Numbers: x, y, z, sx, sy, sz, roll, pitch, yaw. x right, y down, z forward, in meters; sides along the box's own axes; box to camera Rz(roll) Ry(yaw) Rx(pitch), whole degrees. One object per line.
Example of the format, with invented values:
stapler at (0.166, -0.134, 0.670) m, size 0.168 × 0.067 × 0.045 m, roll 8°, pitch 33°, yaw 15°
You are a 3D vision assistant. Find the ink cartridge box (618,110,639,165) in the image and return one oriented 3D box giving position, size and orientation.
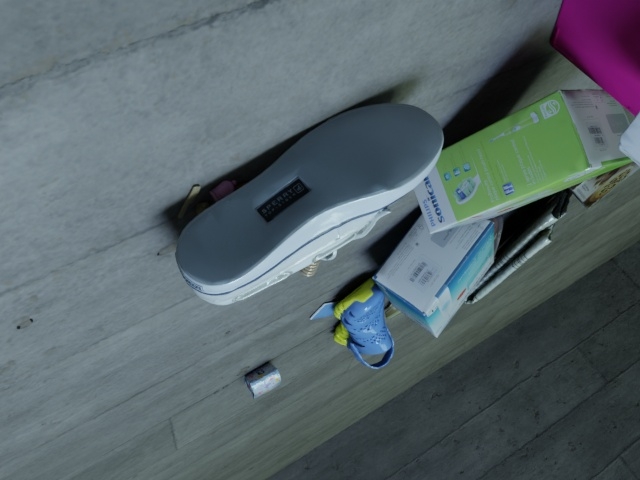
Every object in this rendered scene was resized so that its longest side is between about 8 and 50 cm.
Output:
ink cartridge box at (0.523, -0.196, 0.778) m, size 0.289 × 0.121 × 0.211 m, roll -32°, pitch 157°, yaw -20°

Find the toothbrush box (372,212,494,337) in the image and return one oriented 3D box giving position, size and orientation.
toothbrush box at (0.238, 0.058, 1.342) m, size 0.216 × 0.126 × 0.295 m, roll -52°, pitch 160°, yaw -5°

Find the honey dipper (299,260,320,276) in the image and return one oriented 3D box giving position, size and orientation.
honey dipper at (0.000, 0.000, 1.071) m, size 0.030 × 0.030 × 0.160 m, roll -20°, pitch 151°, yaw -34°

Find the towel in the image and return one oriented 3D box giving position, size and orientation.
towel at (0.519, 0.010, 1.708) m, size 0.324 × 0.056 × 0.312 m, roll -51°, pitch 170°, yaw 31°

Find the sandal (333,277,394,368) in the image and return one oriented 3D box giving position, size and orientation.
sandal at (0.110, 0.189, 1.460) m, size 0.126 × 0.138 × 0.317 m, roll -37°, pitch 158°, yaw -13°

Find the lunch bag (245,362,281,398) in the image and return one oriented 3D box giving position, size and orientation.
lunch bag at (-0.127, 0.309, 1.476) m, size 0.071 × 0.053 × 0.083 m, roll -27°, pitch 166°, yaw -16°

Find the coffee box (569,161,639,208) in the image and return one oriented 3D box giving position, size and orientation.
coffee box at (0.600, -0.182, 1.461) m, size 0.168 × 0.119 × 0.297 m, roll -42°, pitch 158°, yaw 17°

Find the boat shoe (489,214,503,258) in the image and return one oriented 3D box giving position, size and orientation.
boat shoe at (0.370, 0.030, 1.580) m, size 0.092 × 0.103 × 0.285 m, roll -24°, pitch 150°, yaw -15°

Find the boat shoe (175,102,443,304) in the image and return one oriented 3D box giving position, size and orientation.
boat shoe at (-0.004, -0.031, 0.845) m, size 0.367 × 0.136 × 0.156 m, roll -36°, pitch 161°, yaw -15°

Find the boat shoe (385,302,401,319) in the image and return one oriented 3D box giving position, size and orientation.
boat shoe at (0.209, 0.142, 1.656) m, size 0.056 × 0.048 × 0.153 m, roll -29°, pitch 167°, yaw -50°

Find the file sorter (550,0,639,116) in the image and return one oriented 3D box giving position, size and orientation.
file sorter at (0.462, -0.332, 0.857) m, size 0.182 × 0.202 × 0.290 m, roll -36°, pitch 158°, yaw -8°

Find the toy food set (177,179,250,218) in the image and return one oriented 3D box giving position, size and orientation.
toy food set at (-0.112, -0.047, 0.821) m, size 0.122 × 0.019 × 0.078 m, roll -12°, pitch 148°, yaw -46°

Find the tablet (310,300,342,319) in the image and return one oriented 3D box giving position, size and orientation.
tablet at (0.017, 0.147, 1.421) m, size 0.054 × 0.006 × 0.083 m, roll -48°, pitch 156°, yaw 26°

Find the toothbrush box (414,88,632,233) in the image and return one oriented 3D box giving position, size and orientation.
toothbrush box at (0.315, -0.121, 1.044) m, size 0.206 × 0.122 × 0.283 m, roll -13°, pitch 172°, yaw -46°
